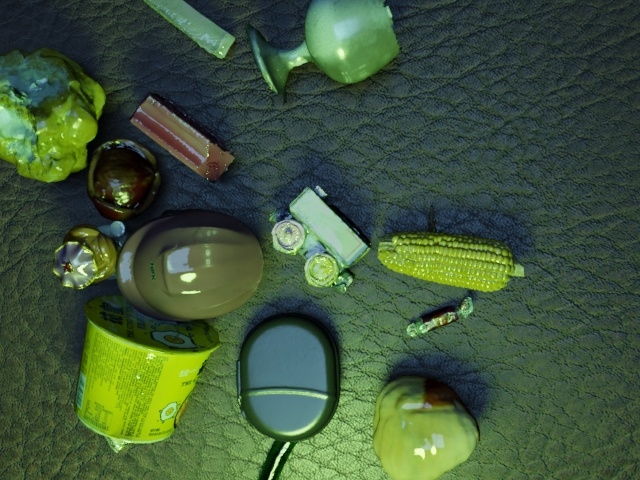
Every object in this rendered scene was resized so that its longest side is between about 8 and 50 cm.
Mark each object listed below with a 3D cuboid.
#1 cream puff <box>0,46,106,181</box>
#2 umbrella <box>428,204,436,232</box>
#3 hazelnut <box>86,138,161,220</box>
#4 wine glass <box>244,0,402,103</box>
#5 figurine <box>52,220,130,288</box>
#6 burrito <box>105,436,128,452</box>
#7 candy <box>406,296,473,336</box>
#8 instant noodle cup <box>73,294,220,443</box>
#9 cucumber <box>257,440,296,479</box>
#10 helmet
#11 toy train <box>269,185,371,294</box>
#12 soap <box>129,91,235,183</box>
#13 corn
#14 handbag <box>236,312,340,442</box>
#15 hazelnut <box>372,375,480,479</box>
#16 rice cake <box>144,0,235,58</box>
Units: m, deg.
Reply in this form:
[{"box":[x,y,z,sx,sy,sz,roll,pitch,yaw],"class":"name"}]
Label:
[{"box":[-0.666,-0.304,1.897,0.323,0.270,0.274,34,58,14],"class":"cream puff"},{"box":[0.271,-0.045,1.898,0.020,0.031,0.083,3,88,37],"class":"umbrella"},{"box":[-0.485,-0.147,1.893,0.160,0.170,0.202,-3,88,49],"class":"hazelnut"},{"box":[0.016,-0.467,1.822,0.323,0.238,0.238,-22,88,9],"class":"wine glass"},{"box":[-0.528,0.034,1.850,0.142,0.263,0.189,32,97,5],"class":"figurine"},{"box":[-0.543,0.449,1.965,0.045,0.041,0.185,-25,86,-37],"class":"burrito"},{"box":[0.288,0.187,1.888,0.175,0.043,0.045,-23,89,8],"class":"candy"},{"box":[-0.424,0.303,1.831,0.325,0.325,0.254,19,100,5],"class":"instant noodle cup"},{"box":[-0.112,0.557,1.919,0.056,0.056,0.284,26,89,5],"class":"cucumber"},{"box":[-0.275,0.058,1.800,0.338,0.197,0.271,-5,92,-37],"class":"helmet"},{"box":[0.000,0.000,1.868,0.177,0.134,0.261,-44,87,3],"class":"toy train"},{"box":[-0.325,-0.249,1.883,0.250,0.162,0.099,37,93,5],"class":"soap"},{"box":[0.308,0.045,1.844,0.346,0.130,0.130,8,91,6],"class":"corn"},{"box":[-0.079,0.327,1.873,0.253,0.093,0.308,-3,80,6],"class":"handbag"},{"box":[0.241,0.450,1.816,0.261,0.241,0.261,-10,64,20],"class":"hazelnut"},{"box":[-0.367,-0.579,1.941,0.365,0.056,0.073,38,88,5],"class":"rice cake"}]
